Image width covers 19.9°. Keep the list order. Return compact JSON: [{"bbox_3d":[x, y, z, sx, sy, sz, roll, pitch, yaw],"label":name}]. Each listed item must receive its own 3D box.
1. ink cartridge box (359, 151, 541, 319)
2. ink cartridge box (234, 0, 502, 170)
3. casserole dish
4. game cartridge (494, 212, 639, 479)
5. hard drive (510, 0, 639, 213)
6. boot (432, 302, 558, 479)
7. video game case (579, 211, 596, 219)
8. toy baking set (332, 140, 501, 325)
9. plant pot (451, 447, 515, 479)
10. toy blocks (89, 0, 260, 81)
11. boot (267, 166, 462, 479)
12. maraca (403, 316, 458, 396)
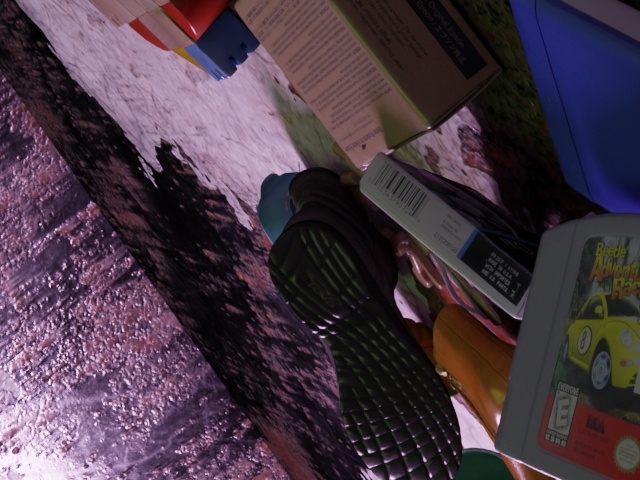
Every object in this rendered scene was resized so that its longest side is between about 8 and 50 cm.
[{"bbox_3d":[0.163,0.012,1.553,0.208,0.045,0.206,19,-163,-50],"label":"ink cartridge box"},{"bbox_3d":[0.034,-0.174,1.548,0.193,0.088,0.234,52,165,-4],"label":"ink cartridge box"},{"bbox_3d":[0.000,0.000,2.073,0.037,0.114,0.188,-25,106,35],"label":"casserole dish"},{"bbox_3d":[0.219,0.081,1.242,0.060,0.196,0.294,17,179,-23],"label":"game cartridge"},{"bbox_3d":[0.263,-0.049,1.231,0.318,0.040,0.210,38,160,44],"label":"hard drive"},{"bbox_3d":[0.216,0.194,1.863,0.211,0.104,0.295,44,165,41],"label":"boot"},{"bbox_3d":[0.237,0.023,1.550,0.087,0.011,0.122,52,166,3],"label":"video game case"},{"bbox_3d":[0.102,-0.009,1.868,0.197,0.030,0.256,55,170,-31],"label":"toy baking set"},{"bbox_3d":[0.225,0.397,2.064,0.195,0.290,0.290,18,-174,-32],"label":"plant pot"},{"bbox_3d":[-0.148,-0.267,1.780,0.261,0.191,0.381,43,168,-13],"label":"toy blocks"},{"bbox_3d":[0.063,0.088,1.957,0.223,0.118,0.338,-70,-42,-70],"label":"boot"},{"bbox_3d":[0.078,0.131,2.087,0.185,0.099,0.127,27,-167,18],"label":"maraca"}]
